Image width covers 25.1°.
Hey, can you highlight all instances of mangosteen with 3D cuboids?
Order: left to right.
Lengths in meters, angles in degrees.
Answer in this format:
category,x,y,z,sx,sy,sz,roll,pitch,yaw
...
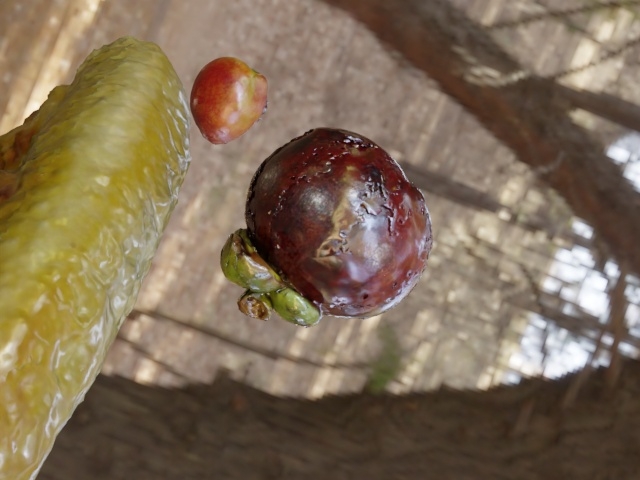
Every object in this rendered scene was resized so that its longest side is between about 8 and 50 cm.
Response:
category,x,y,z,sx,sy,sz,roll,pitch,yaw
mangosteen,0.000,0.000,1.199,0.180,0.166,0.166,-39,179,-9

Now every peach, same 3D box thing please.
category,x,y,z,sx,sy,sz,roll,pitch,yaw
peach,-0.107,-0.153,1.525,0.061,0.098,0.098,33,74,-51

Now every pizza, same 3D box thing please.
category,x,y,z,sx,sy,sz,roll,pitch,yaw
pizza,-0.129,0.031,0.541,0.268,0.087,0.258,-48,-157,-4
